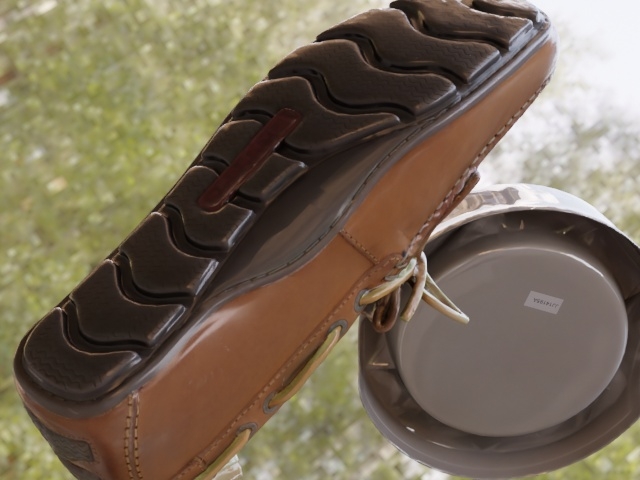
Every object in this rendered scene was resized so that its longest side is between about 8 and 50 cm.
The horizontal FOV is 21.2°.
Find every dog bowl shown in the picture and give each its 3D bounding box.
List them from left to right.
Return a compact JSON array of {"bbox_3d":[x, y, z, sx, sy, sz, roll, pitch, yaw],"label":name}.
[{"bbox_3d":[0.202,0.093,1.854,0.102,0.349,0.348,-101,177,-58],"label":"dog bowl"}]

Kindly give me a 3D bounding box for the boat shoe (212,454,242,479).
[{"bbox_3d":[-0.101,0.185,1.093,0.045,0.135,0.050,56,-20,0],"label":"boat shoe"}]

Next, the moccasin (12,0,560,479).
[{"bbox_3d":[0.002,0.001,0.963,0.139,0.380,0.147,20,-30,38],"label":"moccasin"}]
